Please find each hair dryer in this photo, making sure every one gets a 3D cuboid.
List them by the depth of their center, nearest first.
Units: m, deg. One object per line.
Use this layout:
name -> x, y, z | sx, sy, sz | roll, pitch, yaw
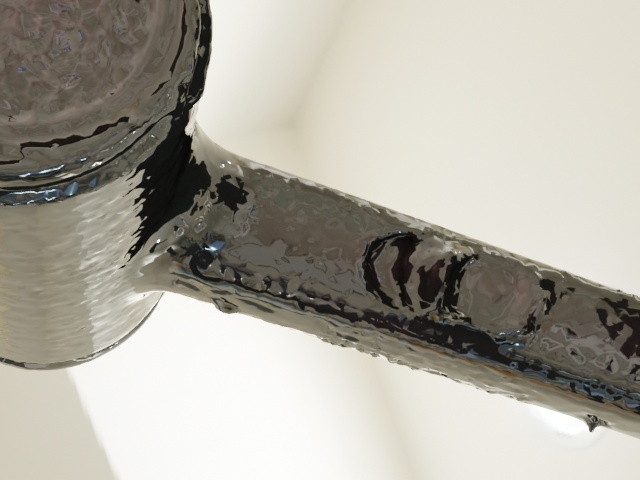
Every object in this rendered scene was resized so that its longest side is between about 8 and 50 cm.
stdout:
hair dryer -> 0.000, 0.000, 0.419 | 0.197, 0.251, 0.089 | 114, -6, -72
